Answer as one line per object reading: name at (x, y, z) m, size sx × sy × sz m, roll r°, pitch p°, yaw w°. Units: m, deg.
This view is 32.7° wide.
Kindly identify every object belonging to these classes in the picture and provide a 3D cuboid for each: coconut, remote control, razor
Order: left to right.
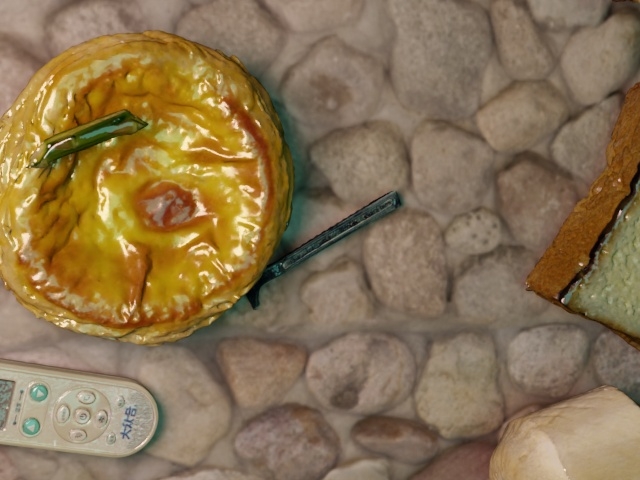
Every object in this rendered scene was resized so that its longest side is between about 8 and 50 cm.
remote control at (-0.263, 0.157, 1.037) m, size 0.221 × 0.042 × 0.078 m, roll 12°, pitch 96°, yaw -21°
razor at (0.002, 0.001, 1.115) m, size 0.190 × 0.033 × 0.066 m, roll -29°, pitch 109°, yaw -14°
coconut at (0.307, 0.264, 1.189) m, size 0.222 × 0.202 × 0.202 m, roll -16°, pitch 104°, yaw -16°

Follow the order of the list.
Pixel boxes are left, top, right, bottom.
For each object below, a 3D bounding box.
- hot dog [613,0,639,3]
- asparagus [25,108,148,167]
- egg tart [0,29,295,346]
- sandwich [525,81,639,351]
hot dog at (0.313, -0.325, 1.146) m, size 0.261 × 0.093 × 0.123 m, roll 32°, pitch 96°, yaw -7°
asparagus at (-0.196, -0.085, 0.908) m, size 0.108 × 0.025 × 0.021 m, roll -24°, pitch 115°, yaw -17°
egg tart at (-0.167, -0.047, 1.000) m, size 0.294 × 0.116 × 0.295 m, roll -3°, pitch 97°, yaw -20°
sandwich at (0.398, -0.006, 1.230) m, size 0.249 × 0.095 × 0.273 m, roll 29°, pitch 89°, yaw -22°
